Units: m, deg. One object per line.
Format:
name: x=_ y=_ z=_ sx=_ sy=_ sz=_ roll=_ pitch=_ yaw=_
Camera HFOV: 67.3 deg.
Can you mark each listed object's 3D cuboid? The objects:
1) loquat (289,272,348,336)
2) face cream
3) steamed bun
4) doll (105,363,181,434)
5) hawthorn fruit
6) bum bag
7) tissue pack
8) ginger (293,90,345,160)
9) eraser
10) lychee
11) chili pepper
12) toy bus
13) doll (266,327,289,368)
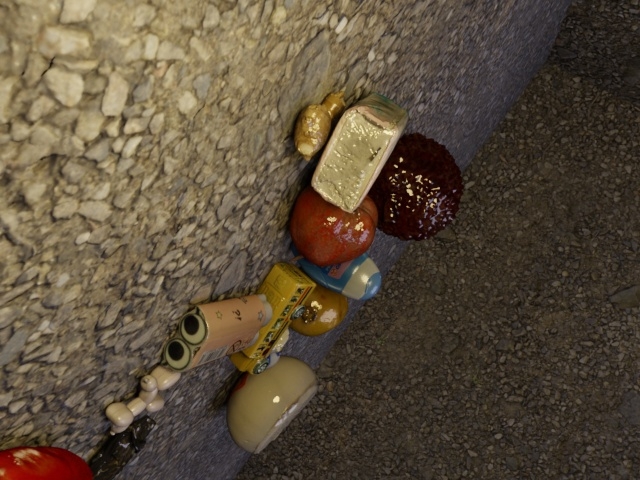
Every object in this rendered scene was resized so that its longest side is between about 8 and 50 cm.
loquat: x=-0.021 y=0.203 z=1.501 sx=0.213 sy=0.213 sz=0.246 roll=-56 pitch=179 yaw=12
face cream: x=0.047 y=0.061 z=1.296 sx=0.149 sy=0.264 sz=0.083 roll=-55 pitch=164 yaw=5
steamed bun: x=-0.191 y=0.568 z=1.740 sx=0.374 sy=0.241 sz=0.374 roll=-47 pitch=167 yaw=-14
doll: x=-0.395 y=0.352 z=1.054 sx=0.161 sy=0.059 sz=0.160 roll=-57 pitch=163 yaw=16
hawthorn fruit: x=0.012 y=-0.027 z=1.170 sx=0.210 sy=0.210 sz=0.262 roll=-34 pitch=172 yaw=-49
bum bag: x=-0.479 y=0.502 z=1.121 sx=0.248 sy=0.069 sz=0.102 roll=-45 pitch=172 yaw=3
tissue pack: x=0.090 y=-0.199 z=1.032 sx=0.201 sy=0.124 sz=0.271 roll=-65 pitch=177 yaw=26
ginger: x=-0.004 y=-0.233 z=0.914 sx=0.165 sy=0.067 sz=0.096 roll=-63 pitch=163 yaw=-20
eraser: x=-0.236 y=0.220 z=1.164 sx=0.171 sy=0.087 sz=0.290 roll=-55 pitch=161 yaw=13
lychee: x=0.267 y=-0.152 z=1.408 sx=0.330 sy=0.306 sz=0.306 roll=-43 pitch=161 yaw=-41
chili pepper: x=-0.486 y=0.389 z=0.741 sx=0.131 sy=0.134 sz=0.338 roll=-39 pitch=162 yaw=-10
toy bus: x=-0.153 y=0.225 z=1.355 sx=0.335 sy=0.121 sz=0.123 roll=-56 pitch=155 yaw=11
doll: x=-0.168 y=0.335 z=1.539 sx=0.138 sy=0.119 sz=0.293 roll=-32 pitch=155 yaw=-31
